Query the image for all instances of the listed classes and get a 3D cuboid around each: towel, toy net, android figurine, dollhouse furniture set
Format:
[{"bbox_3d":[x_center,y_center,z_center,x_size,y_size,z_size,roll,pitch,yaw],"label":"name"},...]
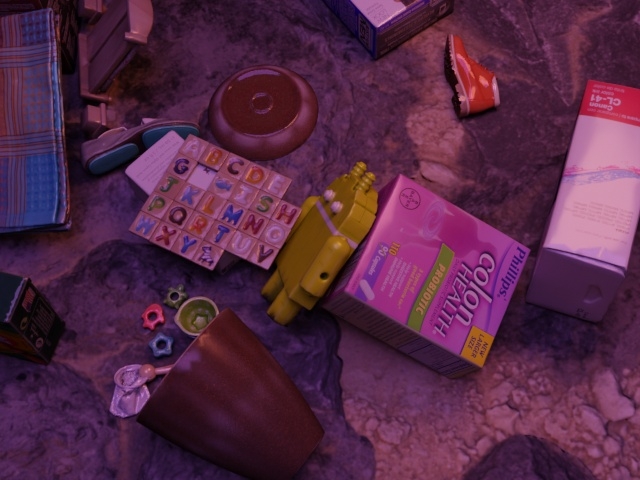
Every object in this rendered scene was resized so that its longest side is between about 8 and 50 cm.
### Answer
[{"bbox_3d":[-0.546,-0.189,1.758,0.271,0.040,0.370,-5,86,19],"label":"towel"},{"bbox_3d":[-0.266,0.173,1.673,0.122,0.045,0.232,35,72,17],"label":"toy net"},{"bbox_3d":[0.000,0.000,1.640,0.056,0.248,0.273,31,103,-18],"label":"android figurine"},{"bbox_3d":[-0.285,-0.391,1.839,0.174,0.303,0.355,10,61,-33],"label":"dollhouse furniture set"}]

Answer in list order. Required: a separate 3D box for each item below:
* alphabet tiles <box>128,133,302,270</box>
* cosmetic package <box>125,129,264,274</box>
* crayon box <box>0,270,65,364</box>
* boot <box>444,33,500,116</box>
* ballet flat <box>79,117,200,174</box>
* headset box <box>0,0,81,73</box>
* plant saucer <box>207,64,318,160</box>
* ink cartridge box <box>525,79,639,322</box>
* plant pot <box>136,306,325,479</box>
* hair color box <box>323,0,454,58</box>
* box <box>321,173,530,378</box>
[{"bbox_3d":[-0.160,-0.049,1.700,0.237,0.009,0.198,24,70,13],"label":"alphabet tiles"},{"bbox_3d":[-0.206,-0.065,1.759,0.231,0.085,0.117,40,74,20],"label":"cosmetic package"},{"bbox_3d":[-0.584,0.093,1.645,0.318,0.202,0.081,13,67,10],"label":"crayon box"},{"bbox_3d":[0.266,-0.296,1.856,0.084,0.059,0.158,-11,74,-5],"label":"boot"},{"bbox_3d":[-0.317,-0.180,1.827,0.213,0.072,0.068,-20,55,-7],"label":"ballet flat"},{"bbox_3d":[-0.509,-0.462,1.844,0.110,0.293,0.218,-1,66,3],"label":"headset box"},{"bbox_3d":[-0.103,-0.236,1.858,0.198,0.036,0.198,-1,64,3],"label":"plant saucer"},{"bbox_3d":[0.428,-0.059,1.641,0.131,0.226,0.306,17,67,11],"label":"ink cartridge box"},{"bbox_3d":[-0.115,0.253,1.556,0.230,0.215,0.215,38,72,4],"label":"plant pot"},{"bbox_3d":[0.075,-0.516,1.939,0.185,0.110,0.339,-34,70,-13],"label":"hair color box"},{"bbox_3d":[0.163,0.058,1.619,0.243,0.117,0.213,30,68,-8],"label":"box"}]
